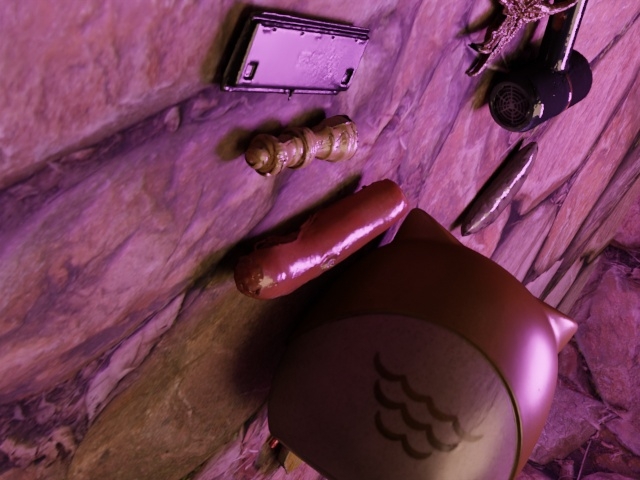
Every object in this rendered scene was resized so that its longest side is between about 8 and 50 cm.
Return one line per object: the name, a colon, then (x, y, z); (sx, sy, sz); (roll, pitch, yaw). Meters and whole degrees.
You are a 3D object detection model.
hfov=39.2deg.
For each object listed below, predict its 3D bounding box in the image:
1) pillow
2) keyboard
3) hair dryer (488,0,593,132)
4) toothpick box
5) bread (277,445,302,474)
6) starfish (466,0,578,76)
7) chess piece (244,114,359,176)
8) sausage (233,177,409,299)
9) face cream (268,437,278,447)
pillow: (0.362, -0.093, 1.809); (0.241, 0.051, 0.093); (-51, 152, -6)
keyboard: (-0.022, -0.194, 0.957); (0.230, 0.025, 0.094); (-12, 133, -58)
hair dryer: (0.380, -0.351, 1.439); (0.189, 0.107, 0.352); (-31, 141, -39)
toothpick box: (0.156, 0.208, 1.402); (0.425, 0.408, 0.409); (-53, 158, -13)
bread: (-0.012, 0.364, 1.771); (0.228, 0.033, 0.228); (-47, 163, -19)
starfish: (0.296, -0.335, 1.326); (0.238, 0.057, 0.213); (-25, 156, -36)
chess piece: (-0.024, -0.108, 1.040); (0.172, 0.060, 0.060); (-20, 141, -52)
sausage: (0.000, 0.001, 1.216); (0.326, 0.079, 0.087); (-31, 160, -40)
face cream: (-0.066, 0.348, 1.669); (0.083, 0.021, 0.040); (-52, 160, -3)
